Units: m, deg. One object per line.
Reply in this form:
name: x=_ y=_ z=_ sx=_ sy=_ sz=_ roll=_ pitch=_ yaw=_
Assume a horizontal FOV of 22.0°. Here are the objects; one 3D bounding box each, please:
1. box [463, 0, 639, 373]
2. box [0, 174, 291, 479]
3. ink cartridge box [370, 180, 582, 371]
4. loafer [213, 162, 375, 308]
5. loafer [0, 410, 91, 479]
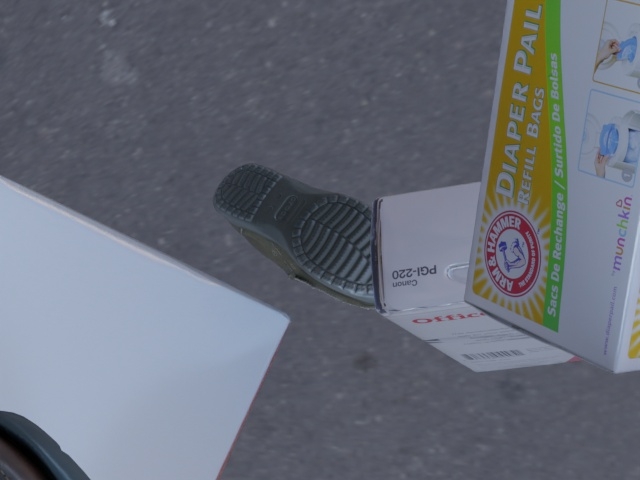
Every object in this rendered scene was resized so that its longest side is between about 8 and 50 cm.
box: x=0.150 y=-0.054 z=0.735 sx=0.114 sy=0.103 sz=0.203 roll=-4 pitch=109 yaw=-35
box: x=-0.173 y=0.086 z=0.923 sx=0.168 sy=0.345 sz=0.215 roll=26 pitch=87 yaw=-16
ink cartridge box: x=0.148 y=0.027 z=1.205 sx=0.218 sy=0.159 sz=0.092 roll=31 pitch=54 yaw=-63
loafer: x=0.000 y=0.000 z=1.660 sx=0.094 sy=0.251 sz=0.087 roll=-48 pitch=141 yaw=-11
loafer: x=-0.068 y=0.178 z=0.468 sx=0.084 sy=0.096 sz=0.267 roll=-19 pitch=78 yaw=-41
